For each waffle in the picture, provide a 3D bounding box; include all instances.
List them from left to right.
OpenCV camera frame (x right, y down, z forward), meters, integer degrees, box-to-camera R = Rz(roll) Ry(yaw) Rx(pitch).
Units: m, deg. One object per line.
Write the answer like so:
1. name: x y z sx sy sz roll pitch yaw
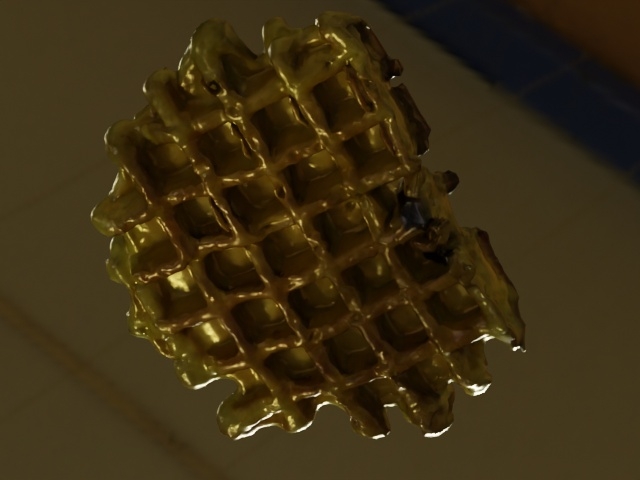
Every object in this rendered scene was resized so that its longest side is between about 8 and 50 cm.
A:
1. waffle: 0.000 -0.001 1.200 0.283 0.309 0.065 18 -145 -2
